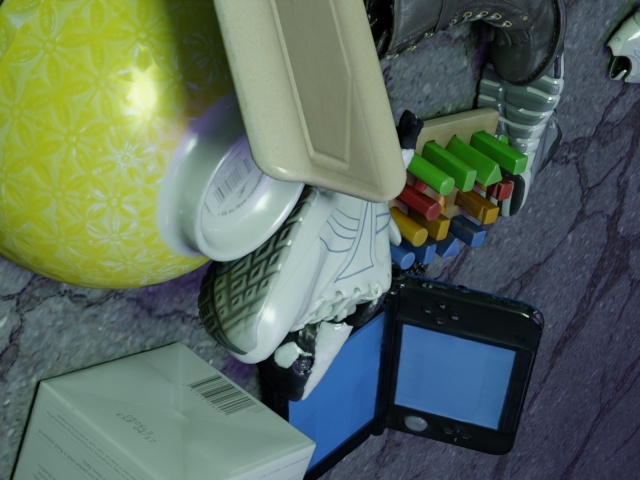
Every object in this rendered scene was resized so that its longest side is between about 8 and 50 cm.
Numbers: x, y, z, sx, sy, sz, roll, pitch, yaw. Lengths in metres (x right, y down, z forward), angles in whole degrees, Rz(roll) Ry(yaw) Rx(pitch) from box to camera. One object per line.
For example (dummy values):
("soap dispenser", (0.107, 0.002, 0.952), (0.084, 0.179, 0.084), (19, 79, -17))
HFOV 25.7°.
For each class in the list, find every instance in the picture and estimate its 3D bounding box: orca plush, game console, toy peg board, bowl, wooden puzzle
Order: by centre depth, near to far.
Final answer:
("wooden puzzle", (-0.018, -0.135, 0.929), (0.044, 0.221, 0.239), (-17, 173, 19))
("bowl", (-0.101, -0.072, 0.996), (0.289, 0.156, 0.289), (-37, 146, -31))
("orca plush", (0.000, 0.000, 1.285), (0.102, 0.151, 0.287), (27, 99, -30))
("toy peg board", (0.128, -0.037, 1.430), (0.161, 0.079, 0.160), (-15, 129, -38))
("game console", (0.089, 0.187, 1.522), (0.293, 0.250, 0.173), (92, 15, -52))

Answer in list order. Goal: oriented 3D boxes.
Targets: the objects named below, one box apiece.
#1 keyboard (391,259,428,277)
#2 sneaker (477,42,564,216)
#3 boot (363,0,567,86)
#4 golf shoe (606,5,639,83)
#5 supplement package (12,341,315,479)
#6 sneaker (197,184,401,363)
("keyboard", (0.108, -0.007, 1.520), (0.108, 0.023, 0.180), (-7, 124, -54))
("sneaker", (0.225, -0.148, 1.517), (0.132, 0.086, 0.228), (-42, 151, -50))
("boot", (0.122, -0.218, 1.284), (0.229, 0.091, 0.263), (-32, 139, -28))
("golf shoe", (0.389, -0.220, 1.715), (0.086, 0.069, 0.176), (-35, 147, 2))
("supplement package", (-0.161, 0.268, 1.222), (0.175, 0.177, 0.293), (-13, 130, -52))
("sneaker", (0.002, 0.013, 1.120), (0.111, 0.129, 0.297), (-31, -166, 32))
